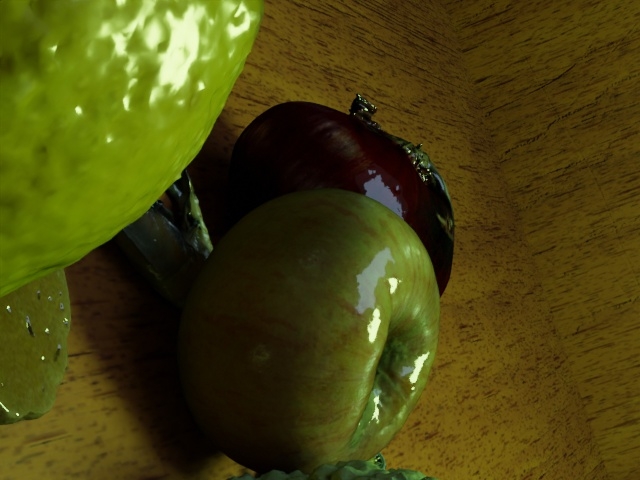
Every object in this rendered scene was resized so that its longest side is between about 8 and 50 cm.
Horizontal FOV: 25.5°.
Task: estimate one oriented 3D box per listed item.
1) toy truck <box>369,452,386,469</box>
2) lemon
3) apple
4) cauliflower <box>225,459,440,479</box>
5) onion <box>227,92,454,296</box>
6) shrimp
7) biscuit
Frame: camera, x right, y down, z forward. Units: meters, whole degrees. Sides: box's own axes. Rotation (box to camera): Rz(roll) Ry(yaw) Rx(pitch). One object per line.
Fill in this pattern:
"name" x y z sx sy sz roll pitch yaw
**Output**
"toy truck" -0.008 0.242 1.315 0.100 0.077 0.169 33 37 -10
"lemon" -0.202 -0.145 0.714 0.350 0.387 0.350 47 13 -14
"apple" -0.012 0.081 1.223 0.261 0.194 0.261 -35 134 -46
"cauliflower" 0.035 0.313 1.139 0.327 0.281 0.260 38 15 5
"onion" 0.000 0.000 1.459 0.273 0.285 0.273 39 -7 5
"shrimp" -0.157 -0.047 1.260 0.262 0.051 0.198 50 19 -52
"biscuit" -0.237 0.018 0.940 0.208 0.049 0.181 58 22 -33
